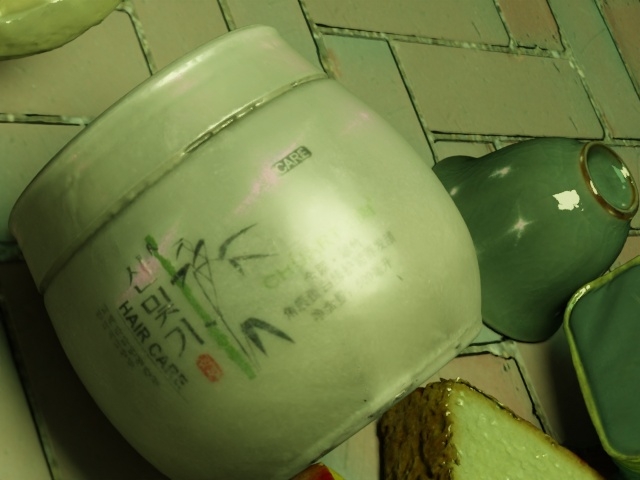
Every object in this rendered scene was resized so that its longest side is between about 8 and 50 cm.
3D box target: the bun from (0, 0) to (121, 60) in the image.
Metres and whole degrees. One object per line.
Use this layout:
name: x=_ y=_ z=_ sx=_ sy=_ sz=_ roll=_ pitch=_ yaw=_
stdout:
bun: x=-0.243 y=-0.259 z=1.148 sx=0.287 sy=0.146 sz=0.287 roll=4 pitch=76 yaw=-15

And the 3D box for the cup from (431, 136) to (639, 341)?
cup: x=0.215 y=-0.024 z=1.494 sx=0.199 sy=0.150 sz=0.199 roll=27 pitch=47 yaw=-33

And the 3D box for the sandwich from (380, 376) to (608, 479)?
sandwich: x=0.153 y=0.287 z=1.249 sx=0.271 sy=0.099 sz=0.301 roll=40 pitch=37 yaw=-28

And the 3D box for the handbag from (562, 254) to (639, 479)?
handbag: x=0.358 y=0.155 z=1.420 sx=0.241 sy=0.222 sz=0.263 roll=49 pitch=21 yaw=-31

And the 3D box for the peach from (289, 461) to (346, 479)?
peach: x=-0.006 y=0.232 z=1.104 sx=0.151 sy=0.118 sz=0.151 roll=-21 pitch=90 yaw=-87

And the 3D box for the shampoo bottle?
shampoo bottle: x=-0.049 y=0.016 z=1.079 sx=0.266 sy=0.273 sz=0.273 roll=51 pitch=37 yaw=3
